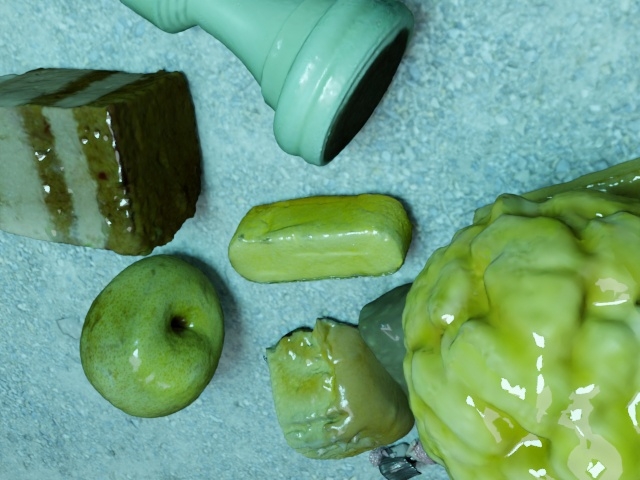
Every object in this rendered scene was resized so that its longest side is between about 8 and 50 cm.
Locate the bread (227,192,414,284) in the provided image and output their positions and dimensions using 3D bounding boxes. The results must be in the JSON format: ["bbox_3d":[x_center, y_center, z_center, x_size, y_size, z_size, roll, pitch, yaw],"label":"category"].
[{"bbox_3d":[0.000,0.000,0.814,0.245,0.094,0.102,-5,126,21],"label":"bread"}]

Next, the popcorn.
[{"bbox_3d":[0.267,0.142,0.586,0.344,0.354,0.390,-35,142,-6],"label":"popcorn"}]

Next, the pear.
[{"bbox_3d":[-0.247,0.140,0.900,0.188,0.229,0.211,18,152,-41],"label":"pear"}]

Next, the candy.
[{"bbox_3d":[0.156,0.164,0.850,0.104,0.102,0.234,-29,106,28],"label":"candy"}]

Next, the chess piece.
[{"bbox_3d":[-0.071,-0.234,0.661,0.299,0.194,0.195,34,123,7],"label":"chess piece"}]

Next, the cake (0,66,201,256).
[{"bbox_3d":[-0.319,-0.107,0.787,0.292,0.196,0.199,5,122,13],"label":"cake"}]

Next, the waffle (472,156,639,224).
[{"bbox_3d":[0.335,0.025,0.744,0.247,0.055,0.221,-18,112,26],"label":"waffle"}]

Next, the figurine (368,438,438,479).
[{"bbox_3d":[0.143,0.342,0.978,0.129,0.054,0.072,-32,124,30],"label":"figurine"}]

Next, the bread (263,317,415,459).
[{"bbox_3d":[0.021,0.250,0.921,0.174,0.133,0.252,-25,109,29],"label":"bread"}]
